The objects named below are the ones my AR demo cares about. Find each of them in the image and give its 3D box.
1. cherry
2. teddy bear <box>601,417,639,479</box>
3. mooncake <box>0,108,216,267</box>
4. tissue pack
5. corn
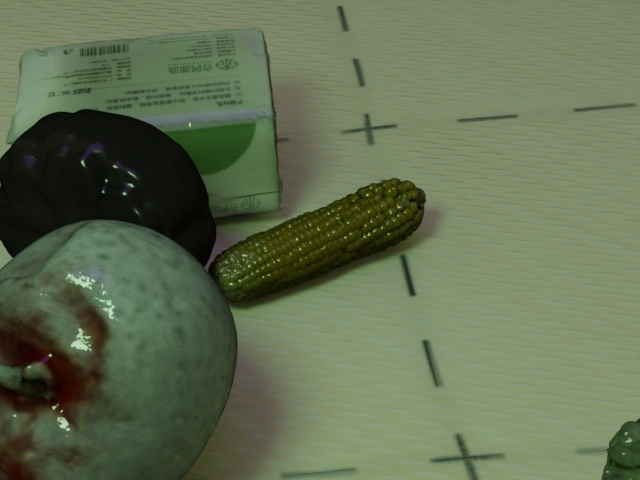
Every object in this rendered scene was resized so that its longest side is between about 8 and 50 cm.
[{"bbox_3d":[-0.231,0.120,1.735,0.291,0.326,0.335,21,41,16],"label":"cherry"},{"bbox_3d":[0.372,0.378,1.463,0.368,0.224,0.357,23,56,27],"label":"teddy bear"},{"bbox_3d":[-0.275,-0.022,1.986,0.283,0.283,0.141,13,36,19],"label":"mooncake"},{"bbox_3d":[-0.239,-0.152,2.232,0.357,0.193,0.266,-5,36,-2],"label":"tissue pack"},{"bbox_3d":[0.000,0.000,2.097,0.320,0.097,0.097,-23,41,-25],"label":"corn"}]
